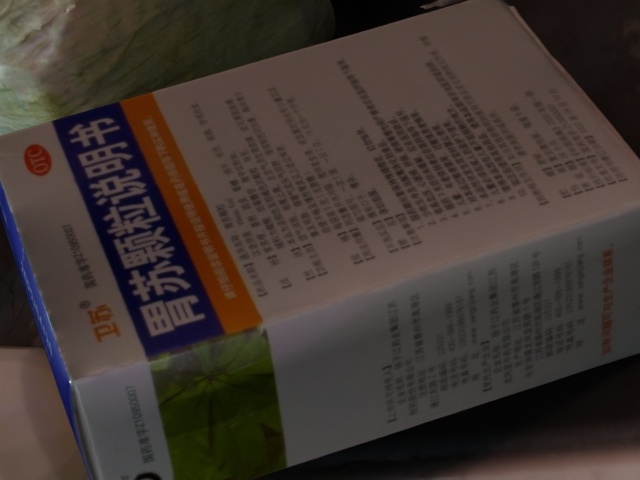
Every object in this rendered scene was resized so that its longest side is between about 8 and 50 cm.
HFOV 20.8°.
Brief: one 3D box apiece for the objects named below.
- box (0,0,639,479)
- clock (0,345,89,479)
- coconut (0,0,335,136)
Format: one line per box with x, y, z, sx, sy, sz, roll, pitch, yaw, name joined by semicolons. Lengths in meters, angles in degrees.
0.000;0.000;0.893;0.299;0.106;0.200;-18;42;-10;box
-0.282;0.193;0.959;0.326;0.184;0.342;14;69;36;clock
-0.149;-0.181;1.088;0.254;0.297;0.297;-25;43;-2;coconut
